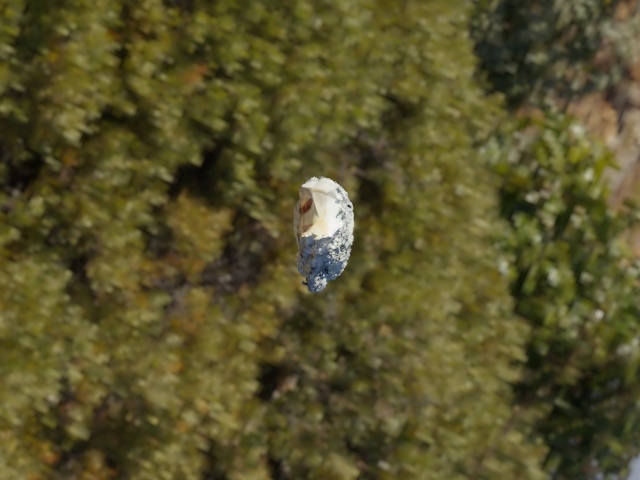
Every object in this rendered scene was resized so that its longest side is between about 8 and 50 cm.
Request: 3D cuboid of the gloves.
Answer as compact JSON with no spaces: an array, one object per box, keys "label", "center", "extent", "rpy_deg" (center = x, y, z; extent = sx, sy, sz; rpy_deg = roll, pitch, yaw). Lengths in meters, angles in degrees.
[{"label":"gloves","center":[0.004,-0.001,1.841],"extent":[0.153,0.070,0.114],"rpy_deg":[101,-12,-63]}]
